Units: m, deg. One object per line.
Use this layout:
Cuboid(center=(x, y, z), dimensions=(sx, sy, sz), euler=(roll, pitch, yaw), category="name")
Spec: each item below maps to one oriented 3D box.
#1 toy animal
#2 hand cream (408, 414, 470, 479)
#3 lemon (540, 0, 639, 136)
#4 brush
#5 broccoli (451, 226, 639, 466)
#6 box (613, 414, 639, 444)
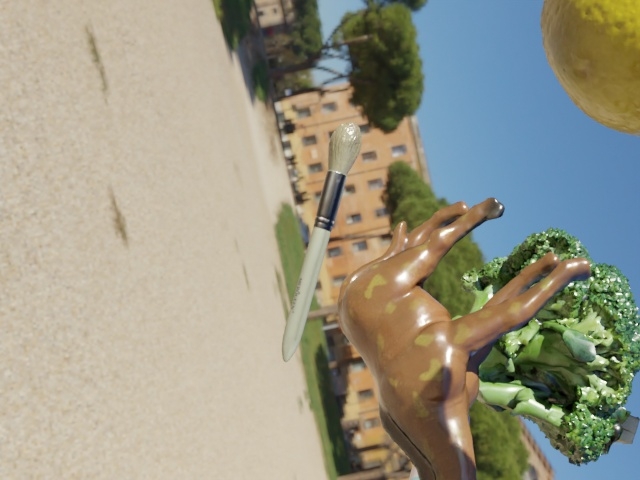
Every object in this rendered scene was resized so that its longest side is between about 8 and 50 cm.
Cuboid(center=(0.080, 0.098, 0.490), dimensions=(0.224, 0.229, 0.066), euler=(37, -9, 31), category="toy animal")
Cuboid(center=(0.150, 0.329, 1.069), dimensions=(0.070, 0.111, 0.312), euler=(-60, -175, 29), category="hand cream")
Cuboid(center=(0.386, -0.244, 0.949), dimensions=(0.267, 0.267, 0.267), euler=(168, -90, -89), category="lemon")
Cuboid(center=(0.000, 0.000, 0.984), dimensions=(0.042, 0.039, 0.299), euler=(146, -42, -84), category="brush")
Cuboid(center=(0.182, 0.087, 0.670), dimensions=(0.195, 0.156, 0.195), euler=(58, -16, 29), category="broccoli")
Cuboid(center=(0.332, 0.219, 1.009), dimensions=(0.079, 0.083, 0.035), euler=(103, 10, -75), category="box")
